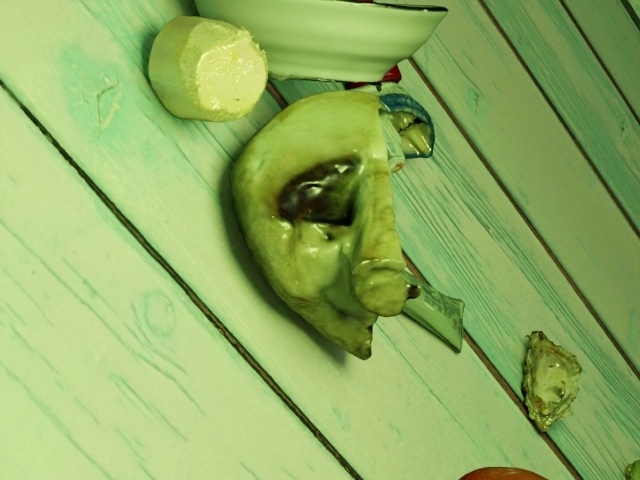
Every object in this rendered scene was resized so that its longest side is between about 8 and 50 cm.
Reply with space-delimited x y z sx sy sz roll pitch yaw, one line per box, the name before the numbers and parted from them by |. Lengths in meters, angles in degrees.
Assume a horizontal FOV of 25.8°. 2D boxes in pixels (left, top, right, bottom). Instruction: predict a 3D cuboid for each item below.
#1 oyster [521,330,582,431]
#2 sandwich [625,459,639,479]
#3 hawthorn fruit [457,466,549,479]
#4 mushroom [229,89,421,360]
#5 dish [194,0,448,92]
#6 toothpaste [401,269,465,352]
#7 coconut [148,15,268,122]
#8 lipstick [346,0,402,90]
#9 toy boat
oyster | 0.335 0.211 2.060 0.105 0.056 0.177 33 40 -27
sandwich | 0.587 0.454 2.301 0.212 0.063 0.245 -13 81 -65
hawthorn fruit | 0.184 0.351 1.574 0.225 0.196 0.196 6 63 -41
mushroom | -0.003 0.002 1.588 0.212 0.217 0.292 -4 47 -17
dish | -0.009 -0.238 1.636 0.316 0.316 0.106 -12 111 -61
toothpaste | 0.123 0.073 1.814 0.268 0.047 0.069 31 25 -50
coconut | -0.126 -0.186 1.522 0.116 0.122 0.116 -9 106 -34
lipstick | 0.041 -0.316 1.933 0.080 0.080 0.241 0 69 -59
toy boat | 0.085 -0.134 1.826 0.115 0.114 0.262 57 23 10
